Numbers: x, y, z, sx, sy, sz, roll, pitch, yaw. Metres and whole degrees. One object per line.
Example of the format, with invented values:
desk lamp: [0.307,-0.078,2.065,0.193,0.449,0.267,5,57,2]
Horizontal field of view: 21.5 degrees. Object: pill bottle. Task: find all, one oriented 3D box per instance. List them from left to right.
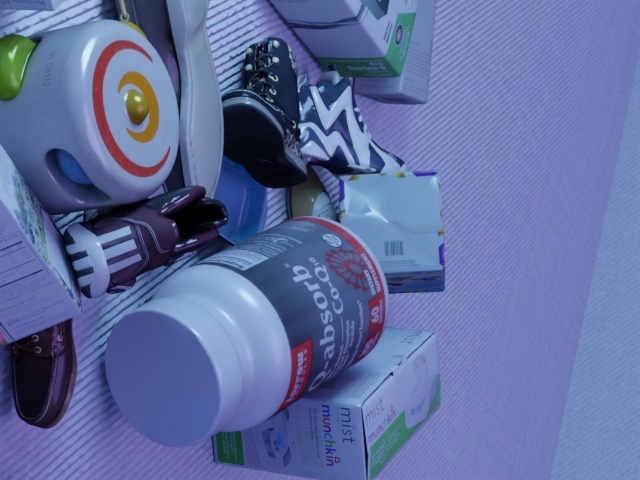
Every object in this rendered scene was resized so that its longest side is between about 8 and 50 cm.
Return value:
pill bottle: [-0.087,0.112,2.079,0.363,0.210,0.210,-28,120,-53]

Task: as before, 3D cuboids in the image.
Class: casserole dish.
casserole dish: [-0.123,-0.056,2.187,0.188,0.037,0.114,38,61,-60]

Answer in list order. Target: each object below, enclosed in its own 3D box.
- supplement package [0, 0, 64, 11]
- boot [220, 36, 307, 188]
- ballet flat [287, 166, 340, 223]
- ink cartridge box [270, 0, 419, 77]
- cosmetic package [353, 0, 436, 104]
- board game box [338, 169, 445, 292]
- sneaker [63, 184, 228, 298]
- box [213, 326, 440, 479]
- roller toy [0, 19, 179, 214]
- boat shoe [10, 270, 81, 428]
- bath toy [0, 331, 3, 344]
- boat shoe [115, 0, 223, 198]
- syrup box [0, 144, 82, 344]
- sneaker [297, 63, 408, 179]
supplement package: [-0.304,-0.329,1.664,0.105,0.105,0.179,-57,143,-45]
boot: [-0.080,-0.186,2.159,0.236,0.085,0.179,51,32,-63]
ballet flat: [0.000,0.000,2.417,0.080,0.073,0.232,-32,123,-57]
ink cartridge box: [0.034,-0.383,2.351,0.289,0.121,0.211,44,55,-59]
cosmetic package: [0.118,-0.331,2.591,0.117,0.085,0.231,11,84,-65]
board game box: [0.107,-0.006,2.444,0.275,0.144,0.142,64,23,-81]
sneaker: [-0.175,-0.008,1.838,0.281,0.162,0.106,-90,160,-80]
box: [0.011,0.210,2.301,0.262,0.231,0.127,-37,128,-58]
roller toy: [-0.240,-0.128,1.754,0.209,0.146,0.191,-19,99,-62]
boat shoe: [-0.302,0.095,1.802,0.073,0.073,0.207,25,66,-62]
bath toy: [-0.376,0.211,1.597,0.151,0.129,0.348,31,66,-62]
boat shoe: [-0.180,-0.190,1.967,0.116,0.096,0.324,-57,146,-61]
syrup box: [-0.327,-0.010,1.660,0.237,0.096,0.093,62,8,-49]
sneaker: [0.038,-0.168,2.394,0.235,0.094,0.153,12,77,-34]
